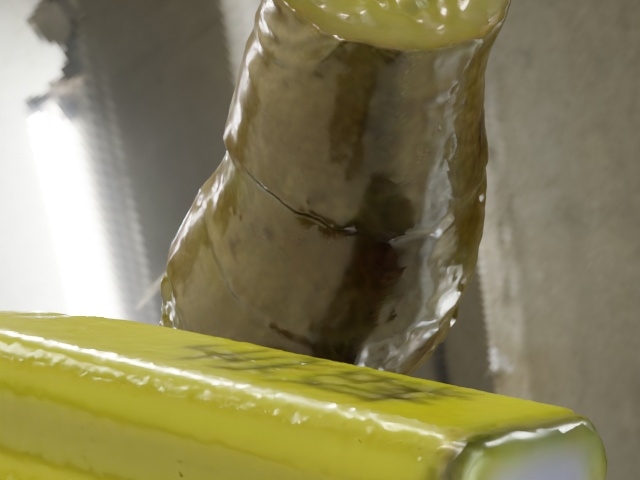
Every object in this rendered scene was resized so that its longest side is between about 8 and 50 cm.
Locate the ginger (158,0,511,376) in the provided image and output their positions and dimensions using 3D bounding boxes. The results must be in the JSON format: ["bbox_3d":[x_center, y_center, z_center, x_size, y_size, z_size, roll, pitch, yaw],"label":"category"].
[{"bbox_3d":[0.005,-0.007,0.768,0.116,0.109,0.263,37,-48,23],"label":"ginger"}]

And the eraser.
[{"bbox_3d":[-0.035,0.105,0.488,0.226,0.069,0.158,9,-83,39],"label":"eraser"}]
